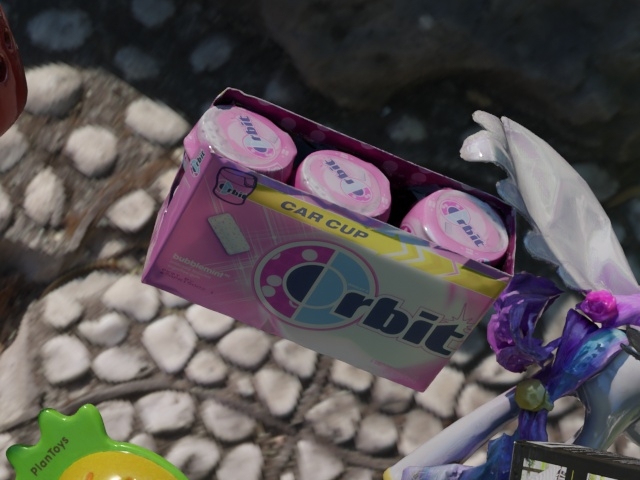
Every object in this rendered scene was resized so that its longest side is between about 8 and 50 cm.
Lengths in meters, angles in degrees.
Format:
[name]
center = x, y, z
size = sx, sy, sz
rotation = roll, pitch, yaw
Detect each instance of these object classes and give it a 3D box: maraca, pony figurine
[maraca]
center = -0.162, 0.210, 1.261
size = 0.186, 0.099, 0.127
rotation = 43, 101, 2
[pony figurine]
center = 0.222, 0.096, 1.205
size = 0.351, 0.363, 0.303
rotation = 21, 28, -47

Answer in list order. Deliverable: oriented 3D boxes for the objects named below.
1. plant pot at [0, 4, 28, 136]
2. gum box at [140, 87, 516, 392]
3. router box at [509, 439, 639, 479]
[plant pot]
center = -0.330, -0.159, 1.203
size = 0.191, 0.191, 0.174
rotation = -29, 128, -22
[gum box]
center = 0.000, 0.000, 0.902
size = 0.188, 0.107, 0.062
rotation = 22, 41, -12
[router box]
center = 0.138, 0.190, 0.744
size = 0.046, 0.133, 0.178
rotation = 10, 88, -41
